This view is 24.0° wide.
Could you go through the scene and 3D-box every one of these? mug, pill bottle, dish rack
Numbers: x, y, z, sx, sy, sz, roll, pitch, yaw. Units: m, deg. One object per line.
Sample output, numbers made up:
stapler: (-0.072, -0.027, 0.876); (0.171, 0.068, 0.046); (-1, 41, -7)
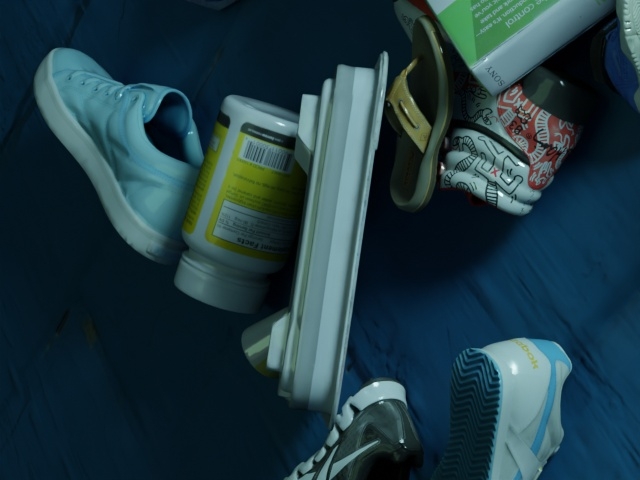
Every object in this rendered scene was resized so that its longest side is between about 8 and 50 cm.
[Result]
mug: (-0.032, 0.105, 1.549); (0.064, 0.078, 0.062); (-38, 20, 29)
pill bottle: (-0.077, -0.037, 1.577); (0.119, 0.119, 0.209); (32, 107, 50)
dish rack: (0.000, 0.000, 1.390); (0.285, 0.072, 0.333); (138, 139, -86)

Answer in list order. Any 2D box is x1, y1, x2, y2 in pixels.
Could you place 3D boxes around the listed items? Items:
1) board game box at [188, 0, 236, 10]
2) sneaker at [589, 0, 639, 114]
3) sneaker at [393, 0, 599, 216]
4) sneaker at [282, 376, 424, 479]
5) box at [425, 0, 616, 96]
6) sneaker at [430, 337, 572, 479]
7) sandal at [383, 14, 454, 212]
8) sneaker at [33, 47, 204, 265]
board game box: (-0.046, -0.460, 1.682); (0.318, 0.066, 0.319); (-19, 67, 48)
sneaker: (0.247, -0.170, 1.205); (0.058, 0.152, 0.084); (-30, 38, -10)
sneaker: (0.125, -0.126, 1.369); (0.270, 0.090, 0.145); (42, 112, 45)
sneaker: (0.022, 0.246, 1.418); (0.234, 0.078, 0.106); (-56, 41, 23)
box: (0.168, -0.306, 1.320); (0.232, 0.058, 0.322); (-36, 50, 12)
sneaker: (0.154, 0.186, 1.267); (0.087, 0.092, 0.229); (45, 135, 44)
sandal: (0.078, -0.107, 1.318); (0.072, 0.049, 0.180); (-127, 41, -55)
sneaker: (-0.213, -0.138, 1.779); (0.150, 0.135, 0.366); (-52, 54, 20)
